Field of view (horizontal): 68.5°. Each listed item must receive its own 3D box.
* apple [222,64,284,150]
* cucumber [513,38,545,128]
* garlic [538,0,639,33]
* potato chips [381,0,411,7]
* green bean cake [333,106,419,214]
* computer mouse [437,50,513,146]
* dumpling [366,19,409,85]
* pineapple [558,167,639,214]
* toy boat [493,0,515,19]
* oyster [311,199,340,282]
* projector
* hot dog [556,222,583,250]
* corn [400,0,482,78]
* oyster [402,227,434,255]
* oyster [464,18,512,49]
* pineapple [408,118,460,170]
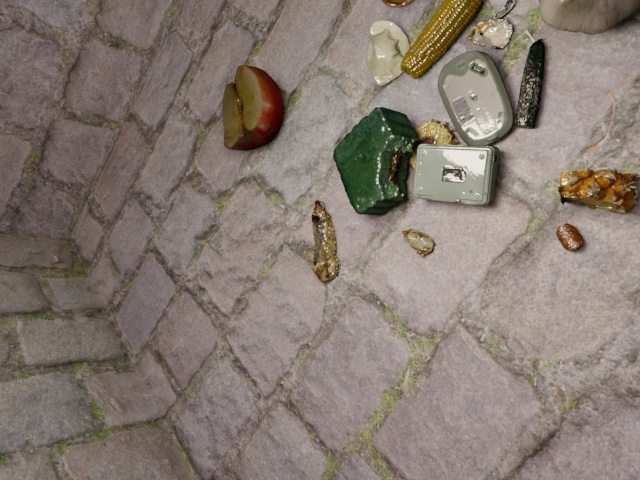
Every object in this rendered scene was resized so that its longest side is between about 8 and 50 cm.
[{"bbox_3d":[-0.320,-0.587,2.092,0.329,0.295,0.364,-17,69,7],"label":"apple"},{"bbox_3d":[0.661,-0.496,1.472,0.068,0.068,0.293,9,89,38],"label":"cucumber"},{"bbox_3d":[0.770,-0.729,1.311,0.318,0.259,0.316,5,107,18],"label":"garlic"},{"bbox_3d":[0.317,-0.982,1.799,0.195,0.062,0.207,-33,64,23],"label":"potato chips"},{"bbox_3d":[0.217,-0.275,1.686,0.300,0.169,0.307,-36,63,43],"label":"green bean cake"},{"bbox_3d":[0.515,-0.469,1.562,0.197,0.095,0.330,-24,79,34],"label":"computer mouse"},{"bbox_3d":[0.255,-0.706,1.785,0.167,0.126,0.215,-2,72,10],"label":"dumpling"},{"bbox_3d":[0.752,-0.145,1.307,0.237,0.186,0.114,12,87,-6],"label":"pineapple"},{"bbox_3d":[0.610,-0.768,1.565,0.083,0.038,0.038,-44,60,23],"label":"toy boat"},{"bbox_3d":[0.002,0.000,1.900,0.129,0.079,0.344,-15,77,43],"label":"oyster"},{"bbox_3d":[0.440,-0.218,1.547,0.257,0.099,0.191,10,104,33],"label":"projector"},{"bbox_3d":[0.726,-0.008,1.372,0.058,0.035,0.083,-35,64,29],"label":"hot dog"},{"bbox_3d":[0.422,-0.733,1.653,0.363,0.121,0.120,-48,59,23],"label":"corn"},{"bbox_3d":[0.347,-0.004,1.662,0.086,0.029,0.132,-40,59,19],"label":"oyster"},{"bbox_3d":[0.569,-0.687,1.579,0.146,0.045,0.121,-24,67,25],"label":"oyster"},{"bbox_3d":[0.382,-0.337,1.671,0.221,0.047,0.220,-6,80,38],"label":"pineapple"}]
